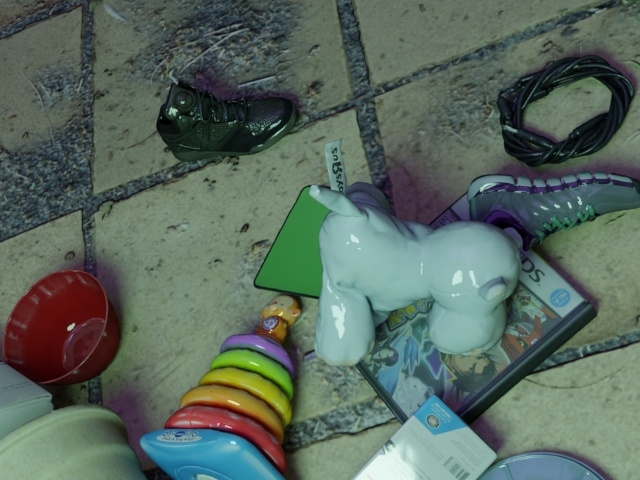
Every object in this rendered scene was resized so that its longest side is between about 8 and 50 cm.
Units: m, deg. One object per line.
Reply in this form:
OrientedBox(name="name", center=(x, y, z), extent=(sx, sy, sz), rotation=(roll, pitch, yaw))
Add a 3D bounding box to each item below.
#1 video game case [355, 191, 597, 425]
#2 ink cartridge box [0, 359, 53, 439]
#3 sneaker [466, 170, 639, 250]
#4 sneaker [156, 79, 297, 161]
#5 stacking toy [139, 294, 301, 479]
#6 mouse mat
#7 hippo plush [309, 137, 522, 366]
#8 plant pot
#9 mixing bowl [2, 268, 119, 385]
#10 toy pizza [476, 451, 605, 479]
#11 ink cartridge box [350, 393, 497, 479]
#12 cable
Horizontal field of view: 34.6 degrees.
OrientedBox(name="video game case", center=(0.169, 0.098, 1.327), extent=(0.275, 0.035, 0.248), rotation=(-40, 53, 0))
OrientedBox(name="ink cartridge box", center=(-0.521, 0.264, 1.473), extent=(0.273, 0.115, 0.198), rotation=(23, 110, 34))
OrientedBox(name="sneaker", center=(0.297, -0.028, 1.300), extent=(0.224, 0.083, 0.098), rotation=(-1, 67, 15))
OrientedBox(name="sneaker", center=(-0.156, -0.192, 1.595), extent=(0.228, 0.130, 0.087), rotation=(-6, 62, 21))
OrientedBox(name="stacking toy", center=(-0.091, 0.188, 1.353), extent=(0.175, 0.165, 0.301), rotation=(-6, 45, 34))
OrientedBox(name="mouse mat", center=(0.000, 0.000, 1.465), extent=(0.153, 0.007, 0.189), rotation=(8, 58, 33))
OrientedBox(name="hippo plush", center=(0.124, 0.017, 1.247), extent=(0.237, 0.294, 0.234), rotation=(5, 33, 9))
OrientedBox(name="plant pot", center=(-0.268, 0.420, 1.213), extent=(0.305, 0.334, 0.334), rotation=(38, 83, 25))
OrientedBox(name="mixing bowl", center=(-0.367, 0.143, 1.526), extent=(0.181, 0.098, 0.181), rotation=(-12, 59, 20))
OrientedBox(name="toy pizza", center=(0.247, 0.338, 1.155), extent=(0.201, 0.032, 0.201), rotation=(-13, 57, 20))
OrientedBox(name="ink cartridge box", center=(0.110, 0.280, 1.211), extent=(0.104, 0.060, 0.180), rotation=(44, 90, 10))
OrientedBox(name="cable", center=(0.333, -0.176, 1.395), extent=(0.185, 0.047, 0.150), rotation=(-13, 58, 18))
